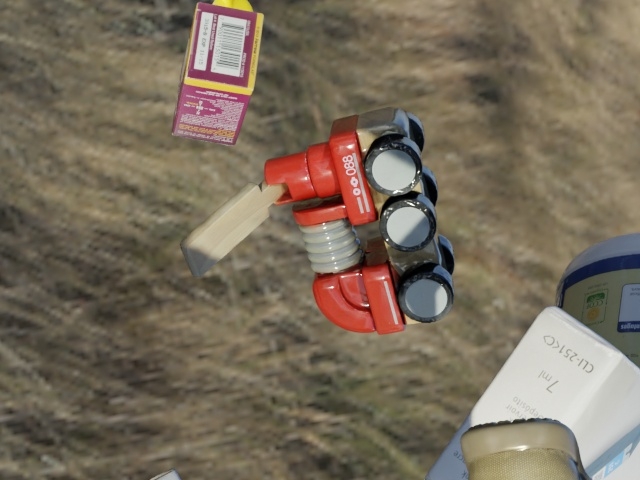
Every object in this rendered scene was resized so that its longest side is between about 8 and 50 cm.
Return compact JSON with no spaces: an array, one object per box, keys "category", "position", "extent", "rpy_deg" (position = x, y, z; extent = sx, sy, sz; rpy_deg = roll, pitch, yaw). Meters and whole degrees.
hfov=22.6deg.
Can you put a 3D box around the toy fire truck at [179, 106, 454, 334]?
[{"category":"toy fire truck","position":[0.000,0.000,1.625],"extent":[0.158,0.246,0.217],"rpy_deg":[-77,154,-67]}]

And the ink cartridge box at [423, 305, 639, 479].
[{"category":"ink cartridge box","position":[0.143,0.195,1.100],"extent":[0.066,0.261,0.296],"rpy_deg":[37,2,29]}]

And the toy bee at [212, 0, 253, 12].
[{"category":"toy bee","position":[-0.132,-0.281,1.611],"extent":[0.162,0.298,0.195],"rpy_deg":[-33,91,-50]}]

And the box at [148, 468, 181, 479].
[{"category":"box","position":[-0.019,0.200,0.629],"extent":[0.186,0.038,0.145],"rpy_deg":[49,-21,41]}]

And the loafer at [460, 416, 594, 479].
[{"category":"loafer","position":[0.084,0.113,0.611],"extent":[0.148,0.056,0.050],"rpy_deg":[50,38,-54]}]

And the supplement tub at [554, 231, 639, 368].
[{"category":"supplement tub","position":[0.306,0.176,1.433],"extent":[0.228,0.228,0.316],"rpy_deg":[52,44,-49]}]

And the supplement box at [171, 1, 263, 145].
[{"category":"supplement box","position":[-0.064,-0.102,0.986],"extent":[0.083,0.043,0.055],"rpy_deg":[116,-19,-66]}]
